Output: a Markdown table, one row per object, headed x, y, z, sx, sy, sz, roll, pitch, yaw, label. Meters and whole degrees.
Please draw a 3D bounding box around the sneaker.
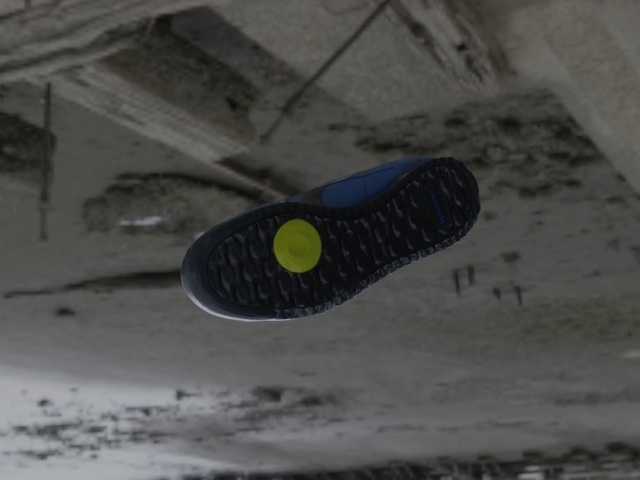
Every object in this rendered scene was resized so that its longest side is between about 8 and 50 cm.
| x | y | z | sx | sy | sz | roll | pitch | yaw | label |
| --- | --- | --- | --- | --- | --- | --- | --- | --- | --- |
| 0.000 | 0.000 | 0.675 | 0.209 | 0.069 | 0.082 | -20 | -172 | -32 | sneaker |
